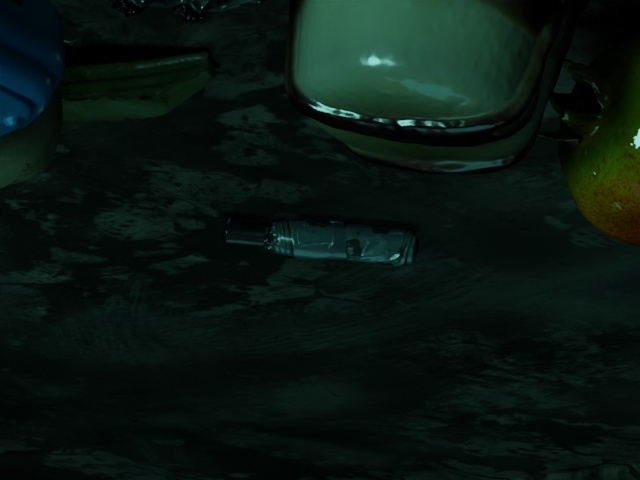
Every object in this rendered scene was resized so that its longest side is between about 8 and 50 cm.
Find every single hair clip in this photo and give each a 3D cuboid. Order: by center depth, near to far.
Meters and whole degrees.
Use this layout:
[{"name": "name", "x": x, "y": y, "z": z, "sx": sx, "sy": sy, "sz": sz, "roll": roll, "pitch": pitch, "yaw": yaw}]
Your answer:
[{"name": "hair clip", "x": -0.288, "y": -0.218, "z": 1.971, "sx": 0.039, "sy": 0.030, "sz": 0.115, "roll": -27, "pitch": 151, "yaw": 23}]

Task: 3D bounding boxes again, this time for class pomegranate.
[{"name": "pomegranate", "x": 0.324, "y": -0.106, "z": 1.913, "sx": 0.256, "sy": 0.221, "sz": 0.221, "roll": 19, "pitch": 156, "yaw": -26}]

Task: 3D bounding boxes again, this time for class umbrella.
[{"name": "umbrella", "x": 0.000, "y": 0.002, "z": 2.514, "sx": 0.250, "sy": 0.053, "sz": 0.052, "roll": 3, "pitch": 162, "yaw": -1}]

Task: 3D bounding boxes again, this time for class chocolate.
[{"name": "chocolate", "x": 0.106, "y": -0.164, "z": 1.810, "sx": 0.283, "sy": 0.186, "sz": 0.283, "roll": 3, "pitch": 161, "yaw": 1}]

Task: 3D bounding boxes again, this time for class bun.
[{"name": "bun", "x": -0.340, "y": -0.122, "z": 1.995, "sx": 0.173, "sy": 0.166, "sz": 0.113, "roll": -32, "pitch": 159, "yaw": -37}]

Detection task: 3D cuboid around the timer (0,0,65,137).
[{"name": "timer", "x": -0.397, "y": -0.141, "z": 1.634, "sx": 0.340, "sy": 0.115, "sz": 0.309, "roll": -16, "pitch": 163, "yaw": 20}]

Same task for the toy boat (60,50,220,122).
[{"name": "toy boat", "x": -0.251, "y": -0.161, "z": 2.085, "sx": 0.293, "sy": 0.055, "sz": 0.093, "roll": -1, "pitch": 163, "yaw": 15}]

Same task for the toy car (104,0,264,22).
[{"name": "toy car", "x": -0.115, "y": -0.252, "z": 1.748, "sx": 0.097, "sy": 0.100, "sz": 0.191, "roll": -11, "pitch": 176, "yaw": 36}]
